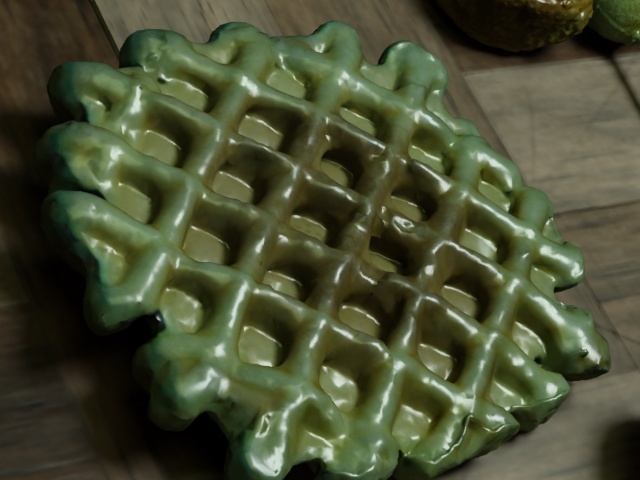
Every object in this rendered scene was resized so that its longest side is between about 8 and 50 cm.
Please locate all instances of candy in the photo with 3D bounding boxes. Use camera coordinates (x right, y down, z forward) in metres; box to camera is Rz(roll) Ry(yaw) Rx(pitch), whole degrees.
[{"bbox_3d":[0.217,-0.093,1.243,0.061,0.061,0.202,-5,65,-30],"label":"candy"}]

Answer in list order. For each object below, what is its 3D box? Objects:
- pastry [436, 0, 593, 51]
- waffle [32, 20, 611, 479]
[{"bbox_3d":[0.122,-0.166,1.239,0.109,0.057,0.097,46,46,11],"label":"pastry"},{"bbox_3d":[0.000,0.000,1.042,0.309,0.056,0.292,-14,61,-36],"label":"waffle"}]
